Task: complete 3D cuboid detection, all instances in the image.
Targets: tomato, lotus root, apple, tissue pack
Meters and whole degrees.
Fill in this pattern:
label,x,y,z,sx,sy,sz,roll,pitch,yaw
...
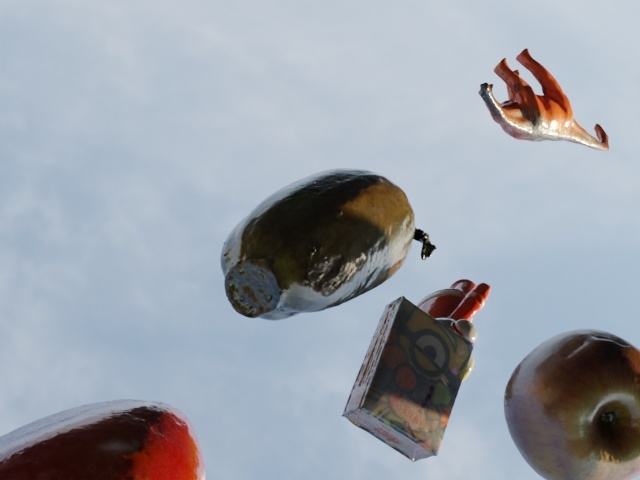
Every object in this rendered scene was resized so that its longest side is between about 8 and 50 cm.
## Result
label,x,y,z,sx,sy,sz,roll,pitch,yaw
tomato,-0.251,0.316,1.407,0.290,0.293,0.325,-6,-176,-10
lotus root,0.000,0.000,1.267,0.241,0.124,0.123,-23,-89,-54
apple,0.345,0.219,1.759,0.211,0.211,0.188,14,-178,-9
tissue pack,0.097,0.152,1.486,0.109,0.060,0.148,34,-122,-16

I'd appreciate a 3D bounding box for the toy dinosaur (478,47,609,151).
label,x,y,z,sx,sy,sz,roll,pitch,yaw
toy dinosaur,0.201,-0.121,1.247,0.279,0.055,0.101,-10,-113,-55

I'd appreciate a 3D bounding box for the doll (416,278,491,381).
label,x,y,z,sx,sy,sz,roll,pitch,yaw
doll,0.174,0.156,2.022,0.105,0.200,0.336,49,-160,-6
